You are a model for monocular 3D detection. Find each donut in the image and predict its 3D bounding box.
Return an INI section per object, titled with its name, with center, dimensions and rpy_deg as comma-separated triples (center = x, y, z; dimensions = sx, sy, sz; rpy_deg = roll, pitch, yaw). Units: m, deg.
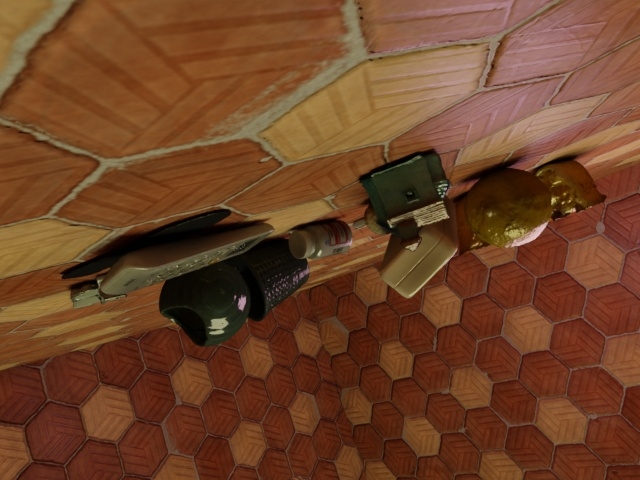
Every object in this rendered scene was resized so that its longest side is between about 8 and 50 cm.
[donut]
center = 0.599, -0.104, 1.622
dimensions = 0.435, 0.163, 0.377
rpy_deg = -22, 173, 12

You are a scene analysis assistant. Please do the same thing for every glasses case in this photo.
[glasses case]
center = 0.206, -0.009, 1.102
dimensions = 0.144, 0.076, 0.336
rpy_deg = -49, -178, 23

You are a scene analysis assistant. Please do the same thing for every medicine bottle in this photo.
[medicine bottle]
center = 0.000, 0.000, 1.218
dimensions = 0.140, 0.079, 0.079
rpy_deg = -11, 170, -42

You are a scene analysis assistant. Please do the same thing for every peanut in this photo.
[peanut]
center = 0.144, -0.059, 1.101
dimensions = 0.087, 0.087, 0.207
rpy_deg = -17, 173, -10

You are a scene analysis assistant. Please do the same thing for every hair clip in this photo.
[hair clip]
center = -0.432, 0.107, 1.092
dimensions = 0.140, 0.054, 0.220
rpy_deg = -20, 176, -25

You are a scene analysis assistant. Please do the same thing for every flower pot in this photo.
[flower pot]
center = -0.248, 0.131, 1.161
dimensions = 0.157, 0.189, 0.243
rpy_deg = -54, -166, -31

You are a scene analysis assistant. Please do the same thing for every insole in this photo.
[insole]
center = -0.285, 0.009, 0.871
dimensions = 0.322, 0.007, 0.109
rpy_deg = -20, 174, 18

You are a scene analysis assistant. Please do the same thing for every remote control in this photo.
[remote control]
center = -0.218, 0.018, 0.916
dimensions = 0.109, 0.055, 0.313
rpy_deg = -33, 172, 39

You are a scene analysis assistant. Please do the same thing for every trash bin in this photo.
[trash bin]
center = -0.119, 0.079, 1.253
dimensions = 0.161, 0.175, 0.175
rpy_deg = -25, 178, -35

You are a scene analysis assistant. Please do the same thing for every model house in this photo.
[model house]
center = 0.154, -0.056, 0.914
dimensions = 0.148, 0.149, 0.119
rpy_deg = -17, 173, 12

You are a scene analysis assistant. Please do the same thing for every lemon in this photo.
[lemon]
center = 0.452, -0.079, 1.298
dimensions = 0.231, 0.192, 0.192
rpy_deg = -12, 170, -43

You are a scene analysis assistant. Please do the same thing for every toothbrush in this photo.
[toothbrush]
center = 0.194, -0.083, 1.306
dimensions = 0.288, 0.021, 0.024
rpy_deg = -23, -178, 36
